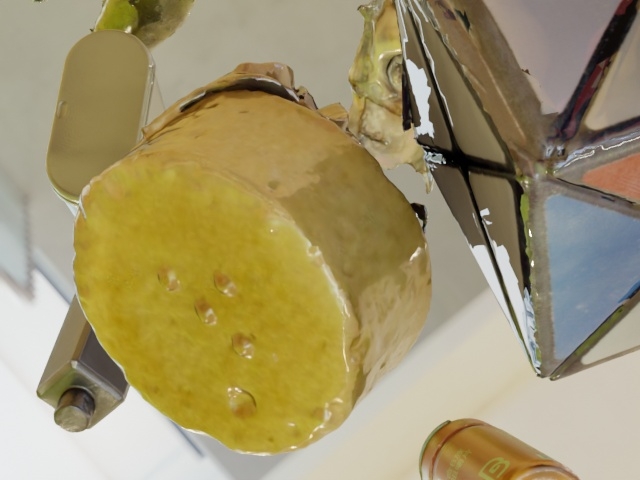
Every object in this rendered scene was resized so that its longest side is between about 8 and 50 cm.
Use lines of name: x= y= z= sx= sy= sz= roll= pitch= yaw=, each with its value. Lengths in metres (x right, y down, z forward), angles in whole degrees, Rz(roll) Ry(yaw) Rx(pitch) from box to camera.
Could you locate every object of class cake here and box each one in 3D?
cake: x=-0.026 y=-0.007 z=1.627 sx=0.332 sy=0.332 sz=0.321 roll=-29 pitch=-169 yaw=43

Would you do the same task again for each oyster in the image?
oyster: x=0.122 y=-0.222 z=2.379 sx=0.100 sy=0.275 sz=0.271 roll=-8 pitch=140 yaw=-53

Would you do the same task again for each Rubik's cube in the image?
Rubik's cube: x=0.249 y=-0.121 z=1.418 sx=0.307 sy=0.305 sz=0.310 roll=-21 pitch=-128 yaw=-7

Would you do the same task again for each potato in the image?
potato: x=-0.259 y=-0.327 z=2.505 sx=0.225 sy=0.117 sz=0.090 roll=-49 pitch=-151 yaw=32

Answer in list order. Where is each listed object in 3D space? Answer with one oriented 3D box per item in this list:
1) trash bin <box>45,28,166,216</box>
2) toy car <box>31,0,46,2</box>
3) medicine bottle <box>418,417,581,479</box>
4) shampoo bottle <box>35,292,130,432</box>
trash bin: x=-0.270 y=-0.118 z=2.302 sx=0.247 sy=0.121 sz=0.243 roll=78 pitch=18 yaw=-68
toy car: x=-0.332 y=-0.309 z=1.866 sx=0.035 sy=0.122 sz=0.059 roll=-47 pitch=178 yaw=18
medicine bottle: x=0.166 y=0.227 z=1.594 sx=0.096 sy=0.096 sz=0.192 roll=-41 pitch=-163 yaw=-8
shampoo bottle: x=-0.250 y=0.121 z=1.954 sx=0.080 sy=0.079 sz=0.246 roll=-40 pitch=-159 yaw=31
